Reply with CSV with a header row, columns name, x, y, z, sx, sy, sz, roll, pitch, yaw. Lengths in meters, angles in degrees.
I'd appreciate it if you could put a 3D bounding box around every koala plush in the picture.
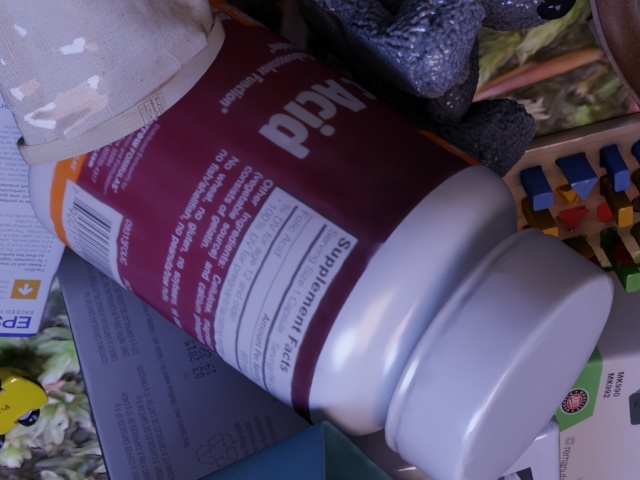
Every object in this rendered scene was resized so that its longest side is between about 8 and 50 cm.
name,x,y,z,sx,sy,sz,roll,pitch,yaw
koala plush,0.116,-0.199,1.490,0.221,0.203,0.196,-43,144,-7

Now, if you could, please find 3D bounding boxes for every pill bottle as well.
name,x,y,z,sx,sy,sz,roll,pitch,yaw
pill bottle,0.000,0.000,1.427,0.224,0.392,0.224,-46,158,-25

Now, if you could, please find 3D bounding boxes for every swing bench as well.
name,x,y,z,sx,sy,sz,roll,pitch,yaw
swing bench,-0.173,-0.234,1.273,0.165,0.254,0.253,-19,135,-1

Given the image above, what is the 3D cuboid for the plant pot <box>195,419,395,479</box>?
name,x,y,z,sx,sy,sz,roll,pitch,yaw
plant pot,-0.051,0.266,1.379,0.234,0.165,0.166,-23,136,24

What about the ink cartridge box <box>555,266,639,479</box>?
name,x,y,z,sx,sy,sz,roll,pitch,yaw
ink cartridge box,0.308,0.136,1.880,0.289,0.121,0.211,-7,133,-12

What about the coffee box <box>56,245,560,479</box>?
name,x,y,z,sx,sy,sz,roll,pitch,yaw
coffee box,-0.007,0.184,1.664,0.338,0.337,0.334,-15,135,-6

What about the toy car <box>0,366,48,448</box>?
name,x,y,z,sx,sy,sz,roll,pitch,yaw
toy car,-0.356,0.201,1.762,0.239,0.053,0.225,-11,135,-8

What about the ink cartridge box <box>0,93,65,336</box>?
name,x,y,z,sx,sy,sz,roll,pitch,yaw
ink cartridge box,-0.343,-0.066,1.506,0.324,0.071,0.330,3,133,-23

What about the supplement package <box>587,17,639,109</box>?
name,x,y,z,sx,sy,sz,roll,pitch,yaw
supplement package,0.371,-0.145,1.618,0.194,0.149,0.203,-39,133,18

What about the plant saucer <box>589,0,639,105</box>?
name,x,y,z,sx,sy,sz,roll,pitch,yaw
plant saucer,0.356,-0.206,1.459,0.311,0.050,0.310,3,102,13

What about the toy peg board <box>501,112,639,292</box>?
name,x,y,z,sx,sy,sz,roll,pitch,yaw
toy peg board,0.248,-0.018,1.745,0.161,0.079,0.160,-15,135,-6
